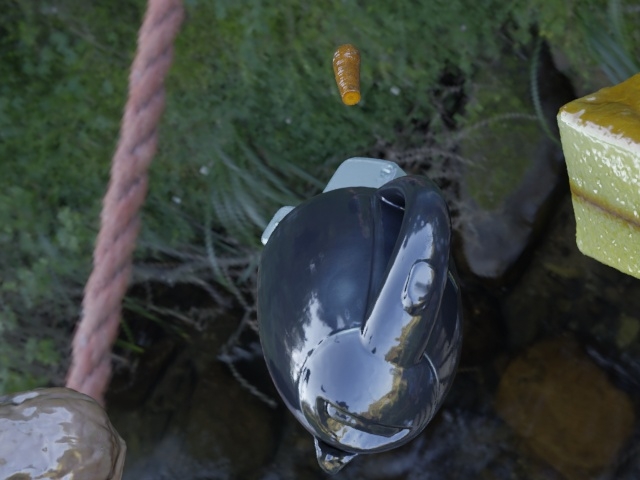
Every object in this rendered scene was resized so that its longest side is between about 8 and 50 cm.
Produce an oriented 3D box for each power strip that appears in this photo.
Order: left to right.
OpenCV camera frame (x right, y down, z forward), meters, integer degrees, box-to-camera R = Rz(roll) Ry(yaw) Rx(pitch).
[{"bbox_3d":[0.001,0.000,1.655,0.194,0.059,0.265,12,65,49],"label":"power strip"}]

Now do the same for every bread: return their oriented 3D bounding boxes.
[{"bbox_3d":[0.499,-0.064,1.540,0.245,0.233,0.362,-23,28,-16],"label":"bread"}]

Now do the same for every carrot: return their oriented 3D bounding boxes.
[{"bbox_3d":[0.030,-0.182,1.301,0.032,0.032,0.093,-37,34,27],"label":"carrot"}]

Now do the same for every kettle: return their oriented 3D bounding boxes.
[{"bbox_3d":[0.048,0.061,1.109,0.290,0.207,0.268,-90,20,-71],"label":"kettle"}]

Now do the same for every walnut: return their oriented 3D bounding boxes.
[{"bbox_3d":[-0.418,0.334,1.753,0.273,0.273,0.227,-47,32,16],"label":"walnut"}]
